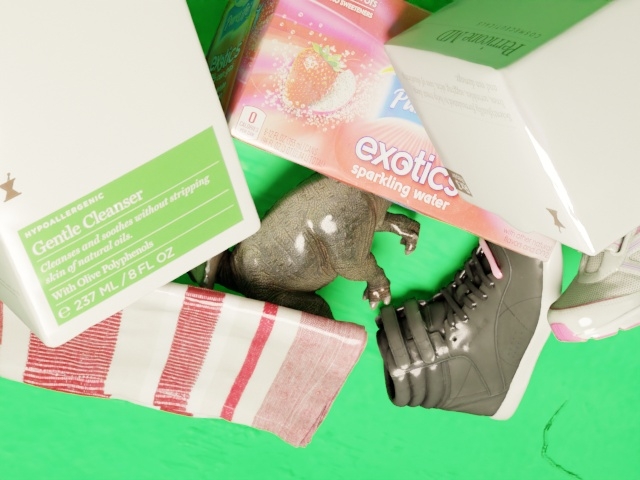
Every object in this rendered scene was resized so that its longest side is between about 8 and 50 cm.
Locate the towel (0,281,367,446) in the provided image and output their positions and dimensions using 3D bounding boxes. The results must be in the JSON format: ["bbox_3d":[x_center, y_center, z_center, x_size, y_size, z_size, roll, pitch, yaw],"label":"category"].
[{"bbox_3d":[-0.140,0.103,1.382,0.329,0.037,0.237,13,149,-6],"label":"towel"}]

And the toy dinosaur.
[{"bbox_3d":[0.000,0.000,1.345,0.313,0.121,0.160,-26,140,19],"label":"toy dinosaur"}]

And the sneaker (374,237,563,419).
[{"bbox_3d":[0.132,0.064,1.415,0.146,0.105,0.296,-1,133,-12],"label":"sneaker"}]

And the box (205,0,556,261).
[{"bbox_3d":[0.064,-0.110,1.218,0.300,0.142,0.154,22,93,-21],"label":"box"}]

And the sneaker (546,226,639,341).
[{"bbox_3d":[0.274,-0.014,1.336,0.111,0.252,0.103,51,154,-17],"label":"sneaker"}]

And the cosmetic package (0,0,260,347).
[{"bbox_3d":[-0.202,-0.137,1.060,0.197,0.155,0.366,-31,126,-19],"label":"cosmetic package"}]

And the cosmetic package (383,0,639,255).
[{"bbox_3d":[0.265,-0.165,1.085,0.385,0.217,0.156,-32,110,-12],"label":"cosmetic package"}]
